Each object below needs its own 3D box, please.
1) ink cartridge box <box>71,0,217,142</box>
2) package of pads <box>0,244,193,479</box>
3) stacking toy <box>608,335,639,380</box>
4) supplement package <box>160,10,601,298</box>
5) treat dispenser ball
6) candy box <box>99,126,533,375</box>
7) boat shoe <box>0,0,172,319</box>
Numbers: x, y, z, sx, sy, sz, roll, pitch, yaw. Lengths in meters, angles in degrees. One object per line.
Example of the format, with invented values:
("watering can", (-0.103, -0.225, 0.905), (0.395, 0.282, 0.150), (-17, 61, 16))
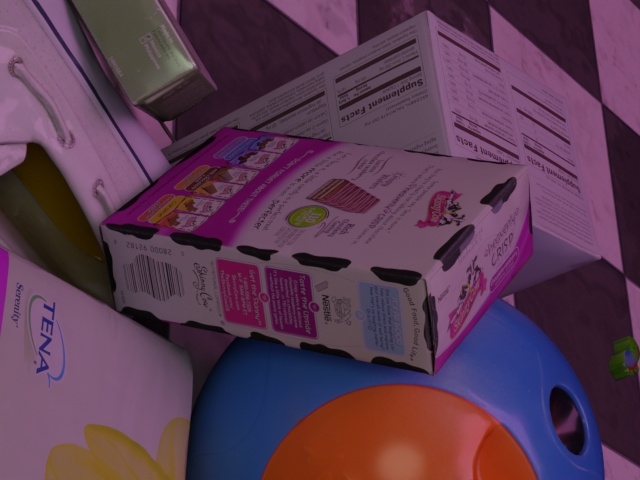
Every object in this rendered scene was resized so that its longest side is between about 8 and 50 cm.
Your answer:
("ink cartridge box", (-0.137, -0.163, 1.169), (0.171, 0.056, 0.235), (59, 2, 3))
("package of pads", (-0.182, 0.157, 0.974), (0.229, 0.101, 0.296), (34, 44, -39))
("stacking toy", (0.167, 0.133, 1.439), (0.221, 0.167, 0.052), (-15, 83, -57))
("supplement package", (0.044, -0.028, 1.274), (0.204, 0.262, 0.145), (22, 52, -48))
("treat dispenser ball", (0.049, 0.162, 1.136), (0.288, 0.288, 0.288), (34, 44, -40))
("candy box", (0.000, 0.000, 1.065), (0.159, 0.233, 0.071), (-43, 134, -48))
("boat shoe", (-0.225, -0.074, 1.054), (0.367, 0.136, 0.156), (57, 35, -32))
